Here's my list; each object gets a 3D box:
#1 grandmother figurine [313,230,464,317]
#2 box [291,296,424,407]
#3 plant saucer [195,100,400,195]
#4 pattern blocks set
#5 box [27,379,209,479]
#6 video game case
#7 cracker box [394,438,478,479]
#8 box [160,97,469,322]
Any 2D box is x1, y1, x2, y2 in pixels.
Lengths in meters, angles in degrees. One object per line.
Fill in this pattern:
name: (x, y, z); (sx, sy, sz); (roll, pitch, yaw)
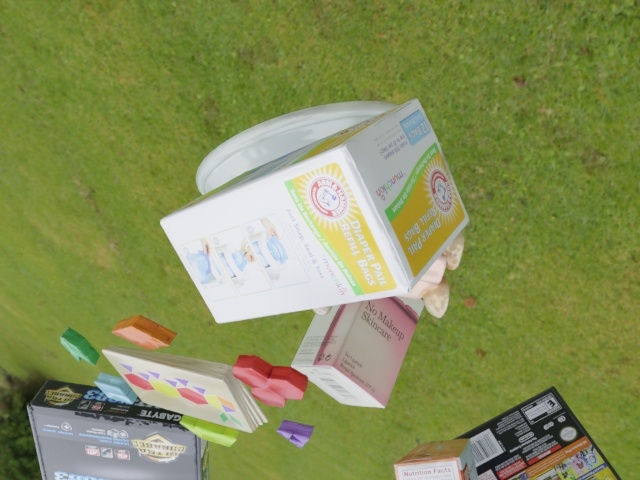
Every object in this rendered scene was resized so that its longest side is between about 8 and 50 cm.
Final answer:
grandmother figurine: (0.000, 0.000, 0.696); (0.343, 0.207, 0.104); (9, -172, -7)
box: (0.076, 0.176, 1.049); (0.149, 0.232, 0.127); (42, 148, -25)
plant saucer: (-0.010, -0.104, 0.969); (0.400, 0.401, 0.100); (-35, 66, 61)
pattern blocks set: (-0.162, 0.180, 0.683); (0.325, 0.026, 0.285); (13, 141, 13)
box: (-0.352, 0.400, 1.006); (0.296, 0.073, 0.293); (7, 118, 1)
video game case: (0.390, 0.439, 1.014); (0.035, 0.275, 0.248); (85, 159, -58)
cracker box: (0.135, 0.325, 0.545); (0.067, 0.232, 0.156); (-12, 163, 16)
box: (-0.008, -0.016, 0.434); (0.203, 0.114, 0.103); (-15, 107, 42)
